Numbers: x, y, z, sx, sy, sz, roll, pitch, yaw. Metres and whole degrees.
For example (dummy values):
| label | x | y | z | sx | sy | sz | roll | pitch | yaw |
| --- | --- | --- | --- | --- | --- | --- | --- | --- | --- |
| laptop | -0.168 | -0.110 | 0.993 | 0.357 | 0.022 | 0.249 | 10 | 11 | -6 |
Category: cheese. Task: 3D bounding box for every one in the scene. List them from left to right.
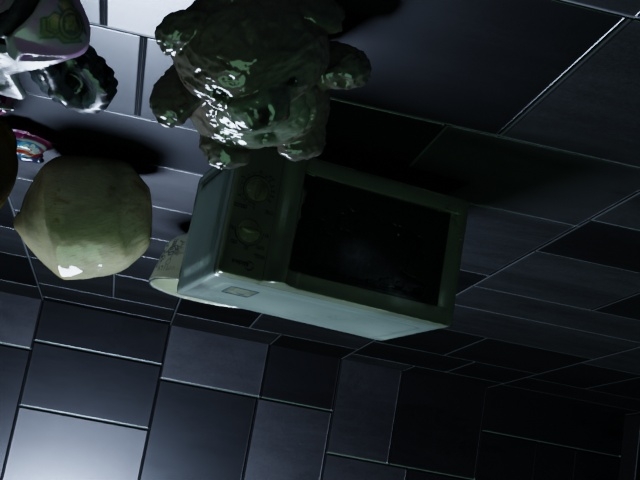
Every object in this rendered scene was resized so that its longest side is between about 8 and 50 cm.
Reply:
| label | x | y | z | sx | sy | sz | roll | pitch | yaw |
| --- | --- | --- | --- | --- | --- | --- | --- | --- | --- |
| cheese | -0.464 | -0.150 | 1.831 | 0.095 | 0.038 | 0.145 | 11 | 165 | -2 |

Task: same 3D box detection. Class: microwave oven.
| label | x | y | z | sx | sy | sz | roll | pitch | yaw |
| --- | --- | --- | --- | --- | --- | --- | --- | --- | --- |
| microwave oven | 0.000 | 0.000 | 1.732 | 0.354 | 0.219 | 0.286 | 14 | 167 | -17 |

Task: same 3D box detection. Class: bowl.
| label | x | y | z | sx | sy | sz | roll | pitch | yaw |
| --- | --- | --- | --- | --- | --- | --- | --- | --- | --- |
| bowl | -0.207 | 0.049 | 2.269 | 0.237 | 0.126 | 0.238 | 9 | 166 | 2 |

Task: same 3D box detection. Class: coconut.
| label | x | y | z | sx | sy | sz | roll | pitch | yaw |
| --- | --- | --- | --- | --- | --- | --- | --- | --- | --- |
| coconut | -0.382 | -0.041 | 1.887 | 0.224 | 0.224 | 0.224 | 9 | 166 | 2 |

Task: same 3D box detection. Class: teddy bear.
| label | x | y | z | sx | sy | sz | roll | pitch | yaw |
| --- | --- | --- | --- | --- | --- | --- | --- | --- | --- |
| teddy bear | -0.065 | -0.173 | 1.223 | 0.235 | 0.151 | 0.267 | -10 | 171 | -7 |

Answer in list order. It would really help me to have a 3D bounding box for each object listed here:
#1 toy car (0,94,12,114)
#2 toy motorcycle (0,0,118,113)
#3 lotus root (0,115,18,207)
| label | x | y | z | sx | sy | sz | roll | pitch | yaw |
| --- | --- | --- | --- | --- | --- | --- | --- | --- | --- |
| toy car | -0.557 | -0.168 | 1.399 | 0.340 | 0.241 | 0.271 | 22 | 164 | -30 |
| toy motorcycle | -0.358 | -0.241 | 1.206 | 0.327 | 0.143 | 0.188 | 26 | 158 | -3 |
| lotus root | -0.587 | -0.084 | 1.637 | 0.250 | 0.251 | 0.346 | 0 | -156 | 37 |
